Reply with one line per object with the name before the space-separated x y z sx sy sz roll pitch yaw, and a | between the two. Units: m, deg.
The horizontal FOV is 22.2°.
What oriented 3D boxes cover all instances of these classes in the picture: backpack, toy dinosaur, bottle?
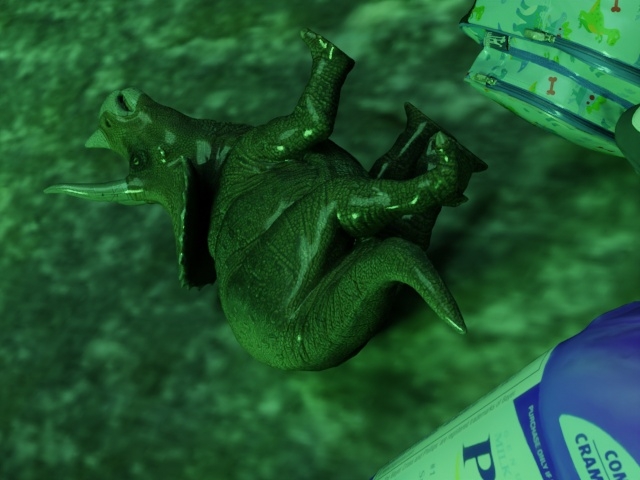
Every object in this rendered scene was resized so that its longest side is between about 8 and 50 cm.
backpack | 0.132 -0.084 0.749 0.114 0.105 0.084 23 92 50
toy dinosaur | 0.000 0.000 0.797 0.160 0.121 0.313 -52 40 7
bottle | 0.108 0.080 0.501 0.092 0.118 0.283 -17 -16 -35

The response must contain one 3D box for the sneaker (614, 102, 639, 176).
sneaker | 0.168 0.005 0.643 0.153 0.094 0.235 9 80 69
